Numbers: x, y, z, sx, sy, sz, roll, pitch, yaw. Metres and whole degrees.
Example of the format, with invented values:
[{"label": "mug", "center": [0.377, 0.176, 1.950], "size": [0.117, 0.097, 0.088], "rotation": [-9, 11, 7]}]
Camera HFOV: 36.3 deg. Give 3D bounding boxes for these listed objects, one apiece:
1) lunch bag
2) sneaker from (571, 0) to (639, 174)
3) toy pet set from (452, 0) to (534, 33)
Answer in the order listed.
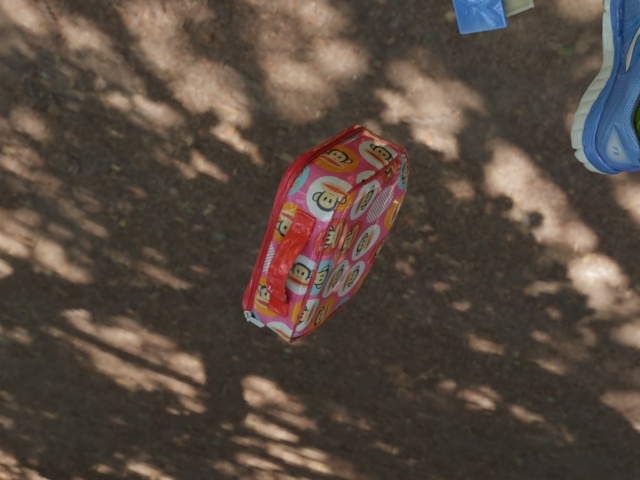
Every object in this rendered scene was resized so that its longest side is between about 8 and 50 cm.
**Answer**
[{"label": "lunch bag", "center": [0.000, 0.000, 1.371], "size": [0.120, 0.258, 0.293], "rotation": [31, 126, 16]}, {"label": "sneaker", "center": [0.436, -0.239, 1.237], "size": [0.130, 0.330, 0.147], "rotation": [9, -174, -29]}, {"label": "toy pet set", "center": [0.133, -0.244, 0.841], "size": [0.122, 0.065, 0.114], "rotation": [-136, 26, -64]}]
